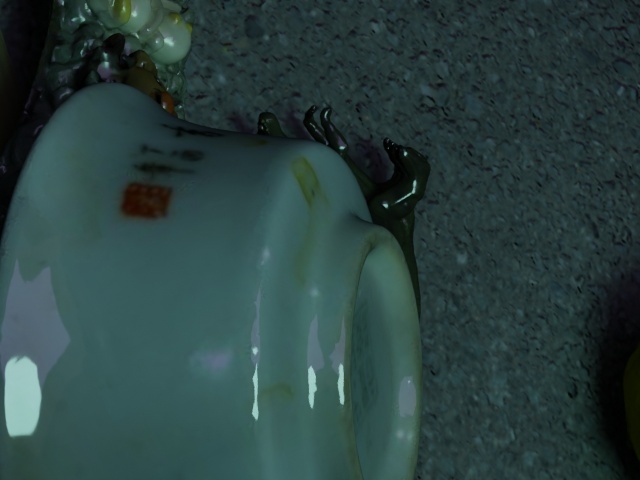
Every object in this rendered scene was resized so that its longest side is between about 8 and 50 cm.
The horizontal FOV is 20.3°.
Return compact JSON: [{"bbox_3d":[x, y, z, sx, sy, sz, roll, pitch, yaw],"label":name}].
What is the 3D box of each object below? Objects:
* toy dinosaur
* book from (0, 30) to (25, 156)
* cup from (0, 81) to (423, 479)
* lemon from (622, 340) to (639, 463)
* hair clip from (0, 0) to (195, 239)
[{"bbox_3d":[0.000,0.000,1.286,0.187,0.087,0.179,28,92,-5],"label":"toy dinosaur"},{"bbox_3d":[-0.260,-0.079,1.124,0.161,0.026,0.231,-12,78,-39],"label":"book"},{"bbox_3d":[-0.039,0.080,1.008,0.347,0.163,0.347,-1,90,-73],"label":"cup"},{"bbox_3d":[0.360,0.114,1.357,0.288,0.233,0.233,-15,79,-27],"label":"lemon"},{"bbox_3d":[-0.131,-0.102,1.162,0.138,0.091,0.321,30,51,-36],"label":"hair clip"}]
